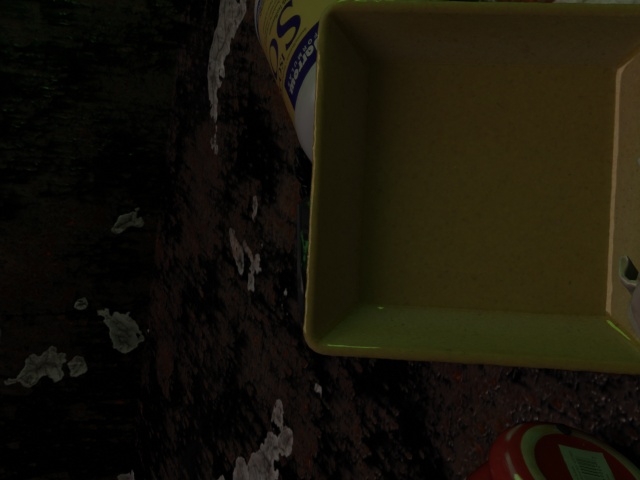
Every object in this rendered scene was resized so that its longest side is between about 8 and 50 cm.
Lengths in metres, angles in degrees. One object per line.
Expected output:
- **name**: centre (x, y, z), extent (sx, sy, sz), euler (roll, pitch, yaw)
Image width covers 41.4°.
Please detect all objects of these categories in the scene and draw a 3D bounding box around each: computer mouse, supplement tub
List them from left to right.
- **computer mouse**: centre (0.000, 0.000, 1.340), extent (0.188, 0.072, 0.272), euler (82, -174, -72)
- **supplement tub**: centre (0.065, -0.213, 1.040), extent (0.331, 0.241, 0.241), euler (-111, 34, -41)

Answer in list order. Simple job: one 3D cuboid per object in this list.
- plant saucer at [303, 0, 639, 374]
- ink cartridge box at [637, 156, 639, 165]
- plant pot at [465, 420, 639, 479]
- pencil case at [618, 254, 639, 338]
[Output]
- **plant saucer**: centre (0.160, -0.051, 0.807), extent (0.081, 0.332, 0.333), euler (10, -97, -84)
- **ink cartridge box**: centre (0.334, -0.086, 0.533), extent (0.078, 0.134, 0.231), euler (65, 154, 13)
- **plant pot**: centre (0.201, 0.273, 0.765), extent (0.191, 0.191, 0.174), euler (57, 134, 51)
- **pencil case**: centre (0.314, 0.192, 0.541), extent (0.160, 0.183, 0.410), euler (36, -135, -65)
